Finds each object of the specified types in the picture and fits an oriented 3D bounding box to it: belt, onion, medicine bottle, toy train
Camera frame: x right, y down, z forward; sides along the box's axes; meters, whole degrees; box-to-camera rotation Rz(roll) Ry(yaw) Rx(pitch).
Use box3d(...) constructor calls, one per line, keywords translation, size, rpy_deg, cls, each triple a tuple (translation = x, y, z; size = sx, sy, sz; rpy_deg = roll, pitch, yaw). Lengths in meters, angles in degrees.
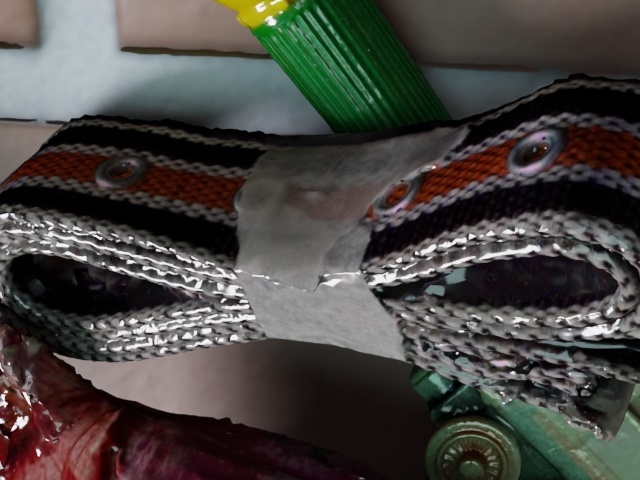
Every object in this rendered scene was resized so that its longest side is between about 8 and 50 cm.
box3d(translation=(0.000, 0.000, 0.617), size=(0.359, 0.094, 0.126), rpy_deg=(3, 138, 29), cls="belt")
box3d(translation=(-0.055, 0.193, 0.672), size=(0.348, 0.159, 0.267), rpy_deg=(33, 139, -9), cls="onion")
box3d(translation=(-0.027, -0.129, 0.630), size=(0.095, 0.064, 0.260), rpy_deg=(-34, 105, 12), cls="medicine bottle")
box3d(translation=(0.134, 0.106, 0.690), size=(0.194, 0.081, 0.125), rpy_deg=(44, 111, -6), cls="toy train")
